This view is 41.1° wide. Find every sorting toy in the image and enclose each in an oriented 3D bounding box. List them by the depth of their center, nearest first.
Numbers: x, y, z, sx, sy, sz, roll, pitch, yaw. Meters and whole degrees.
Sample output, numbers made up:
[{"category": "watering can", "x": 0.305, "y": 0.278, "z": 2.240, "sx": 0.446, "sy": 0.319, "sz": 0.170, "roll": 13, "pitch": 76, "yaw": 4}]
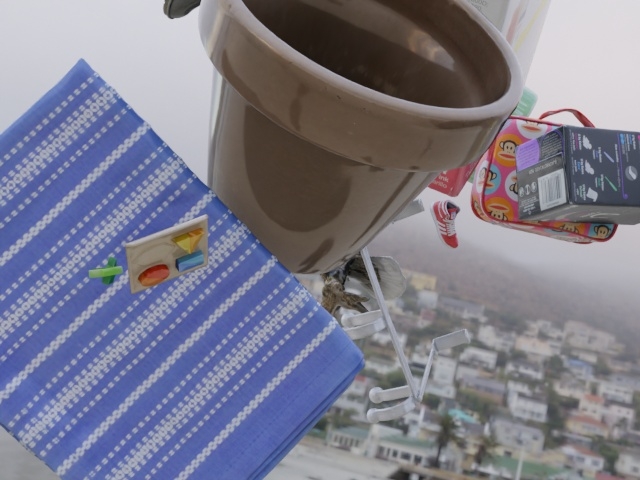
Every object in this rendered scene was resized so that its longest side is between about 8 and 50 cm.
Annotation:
[{"category": "sorting toy", "x": -0.110, "y": 0.016, "z": 0.560, "sx": 0.083, "sy": 0.012, "sz": 0.062, "roll": -22, "pitch": -28, "yaw": -23}]

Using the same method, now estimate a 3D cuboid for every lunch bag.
[{"category": "lunch bag", "x": 0.460, "y": -0.139, "z": 1.702, "sx": 0.293, "sy": 0.258, "sz": 0.120, "roll": 13, "pitch": -2, "yaw": -3}]

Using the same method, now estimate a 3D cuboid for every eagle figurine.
[{"category": "eagle figurine", "x": -0.007, "y": -0.004, "z": 1.468, "sx": 0.226, "sy": 0.298, "sz": 0.225, "roll": -26, "pitch": -39, "yaw": 15}]

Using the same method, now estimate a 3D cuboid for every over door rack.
[{"category": "over door rack", "x": 0.093, "y": 0.089, "z": 1.184, "sx": 0.108, "sy": 0.239, "sz": 0.324, "roll": -18, "pitch": 3, "yaw": 25}]

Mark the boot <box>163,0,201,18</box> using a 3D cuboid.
[{"category": "boot", "x": -0.146, "y": -0.399, "z": 1.467, "sx": 0.208, "sy": 0.189, "sz": 0.076, "roll": 44, "pitch": 18, "yaw": 4}]

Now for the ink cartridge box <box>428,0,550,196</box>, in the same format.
[{"category": "ink cartridge box", "x": 0.193, "y": -0.293, "z": 1.104, "sx": 0.160, "sy": 0.279, "sz": 0.384, "roll": 25, "pitch": -37, "yaw": 16}]

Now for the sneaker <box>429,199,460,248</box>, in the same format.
[{"category": "sneaker", "x": 0.297, "y": -0.038, "z": 1.949, "sx": 0.042, "sy": 0.118, "sz": 0.067, "roll": -29, "pitch": 6, "yaw": -31}]

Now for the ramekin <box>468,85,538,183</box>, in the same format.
[{"category": "ramekin", "x": 0.421, "y": -0.282, "z": 2.165, "sx": 0.148, "sy": 0.303, "sz": 0.303, "roll": 31, "pitch": -11, "yaw": 7}]

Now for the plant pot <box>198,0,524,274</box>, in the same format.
[{"category": "plant pot", "x": 0.001, "y": -0.100, "z": 0.728, "sx": 0.263, "sy": 0.263, "sz": 0.229, "roll": 17, "pitch": -50, "yaw": -13}]

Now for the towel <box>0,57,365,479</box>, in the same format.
[{"category": "towel", "x": -0.150, "y": 0.065, "z": 0.656, "sx": 0.336, "sy": 0.243, "sz": 0.040, "roll": 47, "pitch": -8, "yaw": -12}]

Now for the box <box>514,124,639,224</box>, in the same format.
[{"category": "box", "x": 0.509, "y": -0.111, "z": 1.540, "sx": 0.270, "sy": 0.143, "sz": 0.165, "roll": 1, "pitch": -9, "yaw": -20}]
